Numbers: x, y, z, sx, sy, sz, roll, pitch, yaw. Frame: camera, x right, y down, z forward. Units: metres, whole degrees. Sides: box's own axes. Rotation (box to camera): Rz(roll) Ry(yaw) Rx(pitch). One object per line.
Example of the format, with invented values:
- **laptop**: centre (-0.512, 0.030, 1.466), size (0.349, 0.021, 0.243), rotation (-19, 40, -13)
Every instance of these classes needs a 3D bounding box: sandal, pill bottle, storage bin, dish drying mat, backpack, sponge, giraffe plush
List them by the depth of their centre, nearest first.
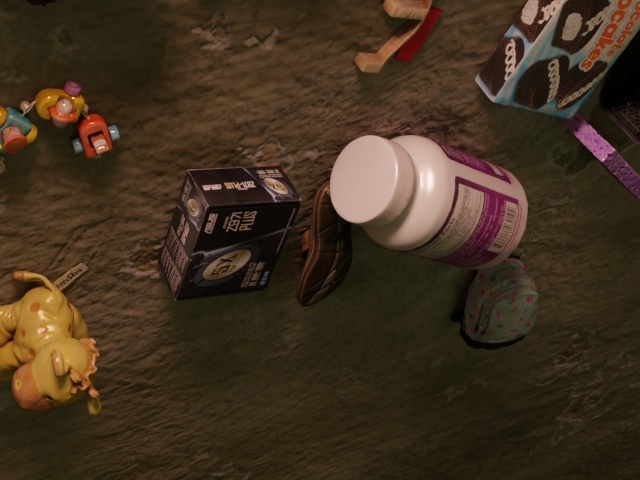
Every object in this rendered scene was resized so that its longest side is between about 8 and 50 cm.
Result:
- **dish drying mat**: centre (0.129, -0.275, 1.381), size (0.032, 0.008, 0.083), rotation (3, 130, -40)
- **giraffe plush**: centre (-0.360, 0.158, 1.381), size (0.210, 0.170, 0.181), rotation (-47, 142, 19)
- **pill bottle**: centre (0.158, -0.059, 1.520), size (0.301, 0.169, 0.169), rotation (15, 124, -45)
- **sandal**: centre (0.000, 0.000, 1.572), size (0.090, 0.060, 0.219), rotation (-17, 127, -31)
- **storage bin**: centre (0.523, -0.254, 1.604), size (0.084, 0.122, 0.180), rotation (-14, 140, -23)
- **sponge**: centre (0.475, -0.137, 1.709), size (0.031, 0.117, 0.210), rotation (-45, 143, 13)
- **backpack**: centre (0.336, 0.115, 1.904), size (0.151, 0.115, 0.182), rotation (-16, 138, -18)

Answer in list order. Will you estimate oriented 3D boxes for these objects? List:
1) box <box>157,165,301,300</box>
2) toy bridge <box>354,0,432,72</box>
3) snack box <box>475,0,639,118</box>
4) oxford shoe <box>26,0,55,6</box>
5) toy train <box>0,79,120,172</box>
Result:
- **box**: centre (-0.128, -0.011, 1.438), size (0.147, 0.078, 0.180), rotation (-4, 136, -33)
- **toy bridge**: centre (0.110, -0.297, 1.325), size (0.063, 0.026, 0.188), rotation (-3, 135, -38)
- **snack box**: centre (0.380, -0.325, 1.467), size (0.187, 0.060, 0.322), rotation (4, 130, -40)
- **oxford shoe**: centre (-0.255, -0.281, 1.043), size (0.227, 0.083, 0.096), rotation (-3, 157, -37)
- **toy train**: centre (-0.313, -0.117, 1.201), size (0.166, 0.046, 0.125), rotation (-19, 142, -19)
